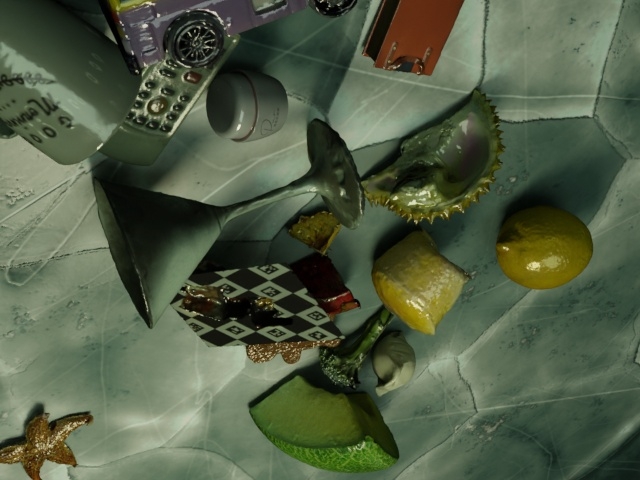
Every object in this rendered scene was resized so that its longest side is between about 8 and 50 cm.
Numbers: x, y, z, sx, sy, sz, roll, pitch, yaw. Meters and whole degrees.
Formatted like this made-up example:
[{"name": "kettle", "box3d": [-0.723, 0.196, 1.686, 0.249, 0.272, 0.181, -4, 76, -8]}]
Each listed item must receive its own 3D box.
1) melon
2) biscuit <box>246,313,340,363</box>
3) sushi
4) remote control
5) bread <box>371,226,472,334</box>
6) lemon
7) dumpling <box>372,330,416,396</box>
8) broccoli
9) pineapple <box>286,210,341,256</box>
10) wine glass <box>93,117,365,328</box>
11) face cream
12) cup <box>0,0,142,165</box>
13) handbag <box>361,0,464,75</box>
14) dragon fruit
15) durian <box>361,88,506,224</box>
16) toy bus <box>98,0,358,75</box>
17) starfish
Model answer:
[{"name": "melon", "box3d": [0.052, 0.429, 2.211, 0.331, 0.226, 0.343, -3, 151, 32]}, {"name": "biscuit", "box3d": [-0.061, 0.199, 2.040, 0.205, 0.031, 0.138, -21, 125, -8]}, {"name": "sushi", "box3d": [-0.132, 0.107, 1.834, 0.292, 0.059, 0.294, -6, 145, 19]}, {"name": "remote control", "box3d": [-0.246, -0.236, 1.521, 0.123, 0.038, 0.285, 20, 118, -42]}, {"name": "bread", "box3d": [0.201, 0.087, 1.988, 0.170, 0.197, 0.197, -44, 137, 4]}, {"name": "lemon", "box3d": [0.478, 0.015, 2.074, 0.244, 0.187, 0.187, 4, 128, -23]}, {"name": "dumpling", "box3d": [0.153, 0.289, 2.168, 0.100, 0.169, 0.134, 16, 116, -24]}, {"name": "broccoli", "box3d": [0.085, 0.231, 2.128, 0.122, 0.118, 0.204, 44, 85, -17]}, {"name": "pineapple", "box3d": [0.000, 0.000, 1.869, 0.114, 0.077, 0.114, -22, 151, -5]}, {"name": "wine glass", "box3d": [-0.149, -0.049, 1.616, 0.406, 0.267, 0.267, -23, 138, -17]}, {"name": "face cream", "box3d": [-0.118, -0.216, 1.556, 0.104, 0.117, 0.117, -7, 134, -37]}, {"name": "cup", "box3d": [-0.422, -0.230, 1.348, 0.258, 0.186, 0.234, -23, 137, 33]}, {"name": "handbag", "box3d": [0.160, -0.371, 1.616, 0.127, 0.063, 0.190, 1, 125, -32]}, {"name": "dragon fruit", "box3d": [0.004, 0.114, 1.942, 0.127, 0.120, 0.161, -27, 142, 3]}, {"name": "durian", "box3d": [0.221, -0.130, 1.819, 0.306, 0.172, 0.166, -30, 114, 10]}, {"name": "toy bus", "box3d": [-0.098, -0.425, 1.302, 0.440, 0.209, 0.249, -21, 136, -8]}, {"name": "starfish", "box3d": [-0.568, 0.422, 1.960, 0.240, 0.043, 0.227, -17, 135, -11]}]
